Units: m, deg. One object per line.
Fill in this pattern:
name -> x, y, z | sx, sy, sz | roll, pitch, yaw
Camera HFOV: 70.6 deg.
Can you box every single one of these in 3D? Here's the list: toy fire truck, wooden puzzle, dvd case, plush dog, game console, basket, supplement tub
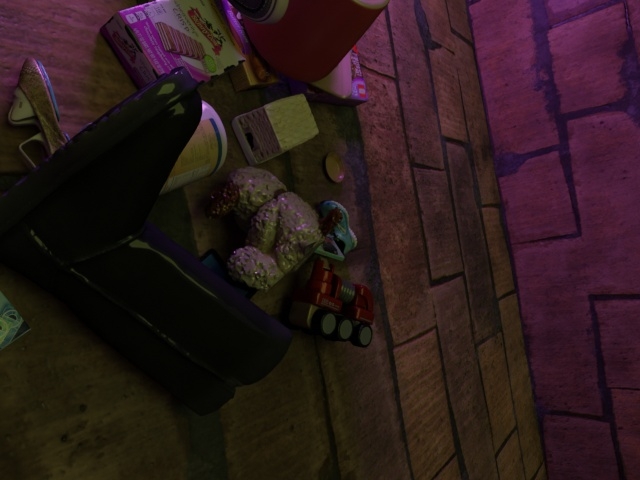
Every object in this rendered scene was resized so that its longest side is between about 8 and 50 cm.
toy fire truck -> 0.027, 0.107, 1.072 | 0.217, 0.158, 0.246 | 28, 71, -44
wooden puzzle -> -0.021, -0.482, 1.122 | 0.239, 0.044, 0.220 | 6, 77, -42
dvd case -> 0.000, 0.000, 1.068 | 0.087, 0.013, 0.119 | 19, 24, -32
plush dog -> -0.100, -0.054, 0.897 | 0.225, 0.210, 0.262 | 46, 22, 4
game console -> -0.193, 0.086, 0.844 | 0.122, 0.107, 0.071 | -49, 148, -44
basket -> -0.095, -0.252, 1.014 | 0.167, 0.103, 0.113 | -39, 111, -47
supplement tub -> -0.268, -0.150, 0.740 | 0.200, 0.144, 0.144 | -36, 110, -49

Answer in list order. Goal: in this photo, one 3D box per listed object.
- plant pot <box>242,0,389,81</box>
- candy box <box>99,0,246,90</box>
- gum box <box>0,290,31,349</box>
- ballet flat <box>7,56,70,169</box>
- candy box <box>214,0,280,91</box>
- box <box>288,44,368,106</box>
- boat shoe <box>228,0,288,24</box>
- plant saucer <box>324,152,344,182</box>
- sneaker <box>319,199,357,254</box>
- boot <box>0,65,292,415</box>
plant pot -> 0.005, -0.516, 0.956 | 0.275, 0.243, 0.274 | 7, 77, -35
candy box -> -0.265, -0.368, 0.855 | 0.159, 0.071, 0.233 | 60, 42, -22
gum box -> -0.469, 0.081, 0.519 | 0.157, 0.041, 0.184 | -47, 119, -46
ballet flat -> -0.399, -0.156, 0.644 | 0.067, 0.073, 0.206 | -25, 98, -36
candy box -> -0.170, -0.433, 1.005 | 0.109, 0.053, 0.186 | -32, 108, -50
box -> 0.014, -0.482, 1.240 | 0.293, 0.057, 0.200 | -16, 94, -51
boat shoe -> -0.211, -0.538, 0.854 | 0.158, 0.127, 0.340 | -17, 60, -47
plant saucer -> 0.035, -0.198, 1.236 | 0.083, 0.015, 0.083 | 14, 71, -49
sneaker -> 0.040, -0.031, 1.167 | 0.073, 0.063, 0.162 | -48, 119, -42
boot -> -0.185, 0.041, 0.644 | 0.445, 0.367, 0.146 | 52, 20, -26
